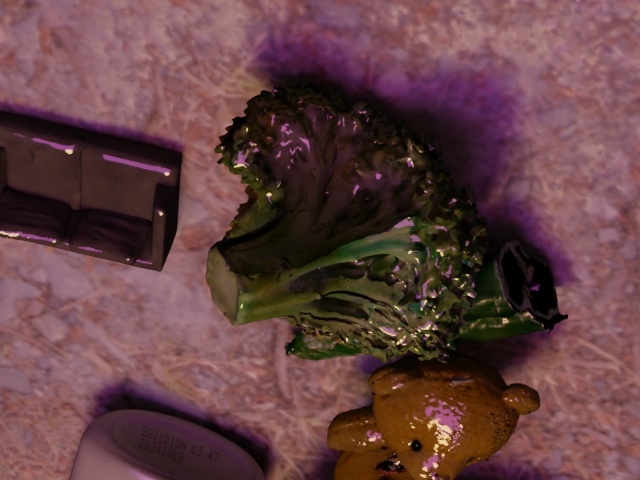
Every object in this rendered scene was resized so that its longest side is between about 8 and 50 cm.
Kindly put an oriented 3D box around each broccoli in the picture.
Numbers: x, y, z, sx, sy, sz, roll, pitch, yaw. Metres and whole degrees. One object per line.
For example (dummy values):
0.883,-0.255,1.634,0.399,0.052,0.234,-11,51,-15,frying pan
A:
0.000,0.000,1.090,0.194,0.194,0.220,-33,81,35,broccoli

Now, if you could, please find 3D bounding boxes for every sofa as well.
-0.179,-0.033,1.209,0.147,0.060,0.085,14,130,6,sofa

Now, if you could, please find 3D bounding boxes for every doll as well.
0.077,0.156,1.247,0.137,0.097,0.209,6,149,-12,doll

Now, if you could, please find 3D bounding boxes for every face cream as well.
-0.159,0.287,1.452,0.163,0.080,0.337,20,131,-1,face cream

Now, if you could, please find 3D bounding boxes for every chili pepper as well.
0.064,0.059,1.217,0.226,0.059,0.088,-18,143,35,chili pepper
